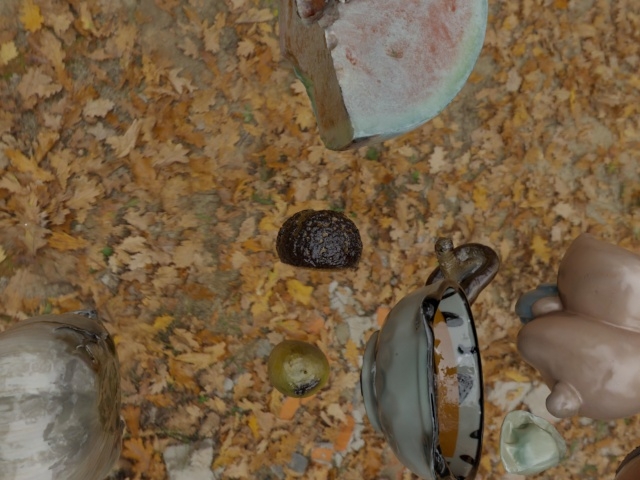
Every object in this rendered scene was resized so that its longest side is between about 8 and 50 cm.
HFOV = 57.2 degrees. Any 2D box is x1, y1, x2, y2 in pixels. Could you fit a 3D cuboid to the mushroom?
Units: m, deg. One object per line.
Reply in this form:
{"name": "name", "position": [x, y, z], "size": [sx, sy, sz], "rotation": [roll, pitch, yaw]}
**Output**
{"name": "mushroom", "position": [0.311, 0.071, 1.421], "size": [0.227, 0.148, 0.217], "rotation": [-56, 137, -5]}

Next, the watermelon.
{"name": "watermelon", "position": [0.059, -0.235, 0.647], "size": [0.188, 0.175, 0.321], "rotation": [-5, 80, -13]}

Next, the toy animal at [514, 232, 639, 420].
{"name": "toy animal", "position": [0.401, 0.117, 0.815], "size": [0.210, 0.221, 0.229], "rotation": [14, 41, -30]}

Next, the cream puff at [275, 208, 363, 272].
{"name": "cream puff", "position": [0.000, 0.000, 1.572], "size": [0.239, 0.239, 0.164], "rotation": [4, 91, -27]}

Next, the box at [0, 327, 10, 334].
{"name": "box", "position": [-0.609, 0.246, 1.047], "size": [0.247, 0.033, 0.129], "rotation": [-26, 119, -48]}

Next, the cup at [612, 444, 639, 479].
{"name": "cup", "position": [0.404, 0.363, 0.701], "size": [0.288, 0.203, 0.203], "rotation": [4, 90, -47]}

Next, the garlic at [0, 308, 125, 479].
{"name": "garlic", "position": [-0.436, 0.272, 0.954], "size": [0.322, 0.241, 0.322], "rotation": [4, 90, -70]}

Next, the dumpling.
{"name": "dumpling", "position": [0.198, 0.191, 0.559], "size": [0.077, 0.043, 0.059], "rotation": [-17, 67, -9]}

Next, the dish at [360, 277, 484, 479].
{"name": "dish", "position": [0.135, 0.191, 0.798], "size": [0.303, 0.120, 0.303], "rotation": [26, 61, -59]}

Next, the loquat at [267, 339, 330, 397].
{"name": "loquat", "position": [-0.064, 0.342, 1.585], "size": [0.172, 0.204, 0.149], "rotation": [18, 97, -28]}
